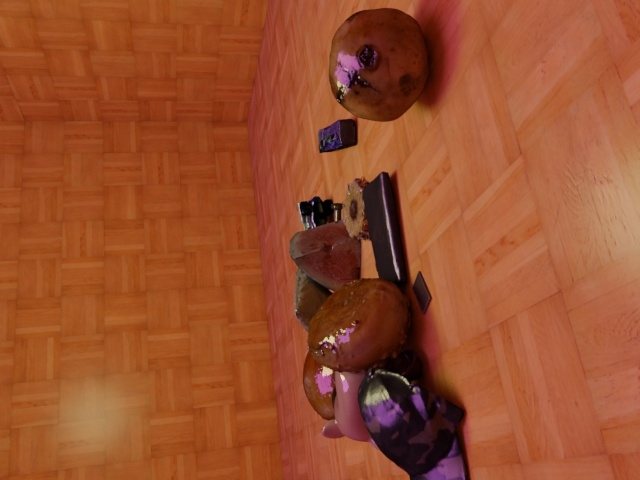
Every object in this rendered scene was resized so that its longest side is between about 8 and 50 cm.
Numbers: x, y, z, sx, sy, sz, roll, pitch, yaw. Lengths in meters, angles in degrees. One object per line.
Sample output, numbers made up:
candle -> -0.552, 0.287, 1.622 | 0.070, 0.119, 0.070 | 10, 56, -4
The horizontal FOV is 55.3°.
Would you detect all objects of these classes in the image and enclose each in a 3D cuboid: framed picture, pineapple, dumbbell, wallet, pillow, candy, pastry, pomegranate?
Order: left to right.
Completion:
pillow -> 0.010, 0.239, 2.012 | 0.274, 0.076, 0.281 | 51, -159, -24
candy -> 0.052, -0.354, 2.097 | 0.312, 0.061, 0.088 | -165, 71, -76
dumbbell -> 0.061, -0.073, 2.142 | 0.052, 0.046, 0.118 | -159, 68, -69
pineapple -> 0.118, -0.093, 1.913 | 0.221, 0.047, 0.221 | 177, 90, -75
pastry -> 0.110, 0.235, 1.619 | 0.184, 0.284, 0.315 | 47, 150, -16
pomegranate -> 0.136, -0.406, 1.420 | 0.260, 0.260, 0.261 | 177, 90, -76
wallet -> 0.179, -0.021, 1.688 | 0.165, 0.042, 0.310 | 130, 132, -71
framed picture -> 0.250, 0.129, 1.511 | 0.089, 0.006, 0.066 | -106, 19, -44

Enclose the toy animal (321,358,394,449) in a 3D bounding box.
toy animal -> 0.118, 0.425, 1.722 | 0.213, 0.194, 0.257 | -41, -50, -58

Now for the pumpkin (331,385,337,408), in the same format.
pumpkin -> 0.104, 0.458, 1.905 | 0.131, 0.125, 0.248 | 170, 98, -74

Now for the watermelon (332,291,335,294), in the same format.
watermelon -> 0.033, 0.235, 2.280 | 0.180, 0.081, 0.094 | -28, 43, 56

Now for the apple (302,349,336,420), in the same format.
apple -> 0.050, 0.450, 2.128 | 0.179, 0.254, 0.346 | 39, -150, -46

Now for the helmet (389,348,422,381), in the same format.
helmet -> 0.225, 0.326, 1.536 | 0.089, 0.057, 0.111 | -52, 12, -15

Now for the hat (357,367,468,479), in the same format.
hat -> 0.196, 0.512, 1.432 | 0.366, 0.257, 0.382 | 117, 167, -67

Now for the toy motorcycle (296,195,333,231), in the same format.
toy motorcycle -> 0.000, 0.000, 2.270 | 0.196, 0.125, 0.332 | 138, 125, -70

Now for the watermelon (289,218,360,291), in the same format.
watermelon -> 0.032, 0.035, 2.021 | 0.201, 0.261, 0.213 | -56, 25, 19
